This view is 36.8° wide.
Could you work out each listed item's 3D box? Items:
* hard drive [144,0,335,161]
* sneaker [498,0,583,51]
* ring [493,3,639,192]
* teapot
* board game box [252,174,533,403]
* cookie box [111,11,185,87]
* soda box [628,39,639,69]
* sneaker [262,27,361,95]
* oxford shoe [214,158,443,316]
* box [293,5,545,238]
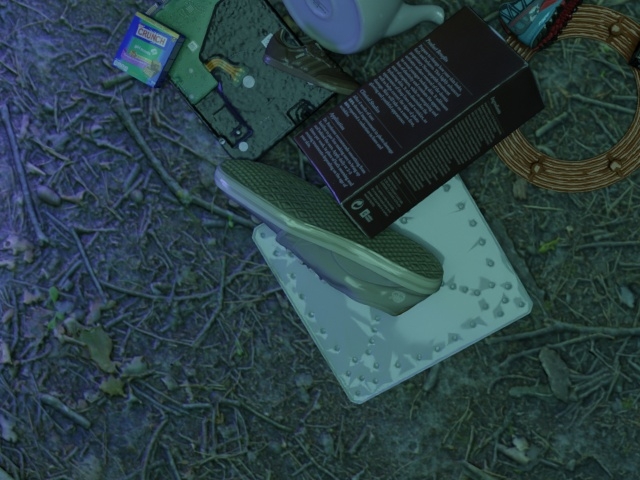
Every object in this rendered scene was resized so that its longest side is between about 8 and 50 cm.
[{"bbox_3d":[-0.158,-0.331,1.765,0.237,0.064,0.339,-40,93,12],"label":"hard drive"},{"bbox_3d":[0.404,-0.460,1.647,0.125,0.104,0.262,38,89,21],"label":"sneaker"},{"bbox_3d":[0.455,-0.250,1.713,0.336,0.032,0.337,1,100,8],"label":"ring"},{"bbox_3d":[0.053,-0.463,1.655,0.187,0.252,0.256,-43,130,-23],"label":"teapot"},{"bbox_3d":[0.133,0.051,1.797,0.390,0.050,0.390,-30,94,11],"label":"board game box"},{"bbox_3d":[-0.309,-0.343,1.732,0.091,0.040,0.107,29,101,3],"label":"cookie box"},{"bbox_3d":[0.594,-0.368,1.646,0.060,0.053,0.169,27,89,2],"label":"soda box"},{"bbox_3d":[-0.007,-0.310,1.682,0.188,0.066,0.071,22,102,3],"label":"sneaker"},{"bbox_3d":[0.000,0.000,1.708,0.449,0.169,0.130,30,121,1],"label":"oxford shoe"},{"bbox_3d":[0.166,-0.202,1.644,0.381,0.143,0.191,-37,52,6],"label":"box"}]
